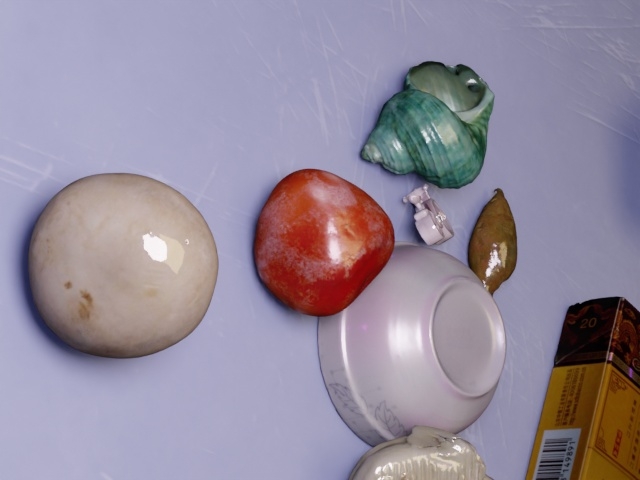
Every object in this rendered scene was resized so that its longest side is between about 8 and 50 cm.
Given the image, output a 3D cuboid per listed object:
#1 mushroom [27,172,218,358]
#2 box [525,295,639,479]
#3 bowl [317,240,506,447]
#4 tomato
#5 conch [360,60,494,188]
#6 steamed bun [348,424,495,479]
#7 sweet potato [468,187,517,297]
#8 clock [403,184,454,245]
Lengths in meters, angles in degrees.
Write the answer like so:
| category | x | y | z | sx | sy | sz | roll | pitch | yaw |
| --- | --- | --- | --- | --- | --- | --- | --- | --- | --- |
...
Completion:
| category | x | y | z | sx | sy | sz | roll | pitch | yaw |
| --- | --- | --- | --- | --- | --- | --- | --- | --- | --- |
| mushroom | -0.208 | 0.022 | 1.373 | 0.204 | 0.204 | 0.204 | 12 | 73 | -42 |
| box | 0.458 | 0.325 | 1.985 | 0.264 | 0.116 | 0.415 | 38 | 57 | -31 |
| bowl | 0.144 | 0.135 | 1.701 | 0.287 | 0.144 | 0.287 | 13 | 71 | -42 |
| tomato | 0.000 | 0.000 | 1.584 | 0.187 | 0.151 | 0.187 | 4 | 79 | -23 |
| conch | 0.151 | -0.154 | 1.785 | 0.202 | 0.134 | 0.196 | -6 | 44 | -40 |
| steamed bun | 0.122 | 0.336 | 1.638 | 0.218 | 0.144 | 0.211 | -14 | 105 | -19 |
| sweet potato | 0.250 | 0.039 | 1.876 | 0.075 | 0.075 | 0.269 | 27 | 67 | -38 |
| clock | 0.151 | -0.031 | 1.782 | 0.087 | 0.041 | 0.129 | 59 | 14 | -1 |
